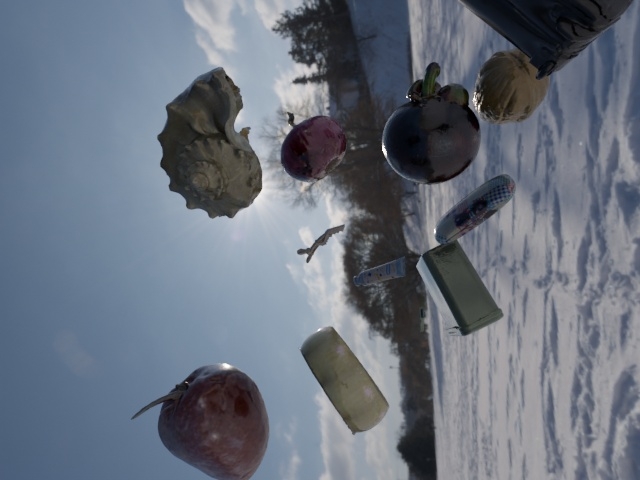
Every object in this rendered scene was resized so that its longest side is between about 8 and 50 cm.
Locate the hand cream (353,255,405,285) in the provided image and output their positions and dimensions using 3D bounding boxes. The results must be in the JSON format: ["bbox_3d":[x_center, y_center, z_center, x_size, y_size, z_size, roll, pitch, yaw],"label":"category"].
[{"bbox_3d":[0.173,0.098,1.211,0.043,0.170,0.065,36,-135,-40],"label":"hand cream"}]

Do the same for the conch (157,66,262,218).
[{"bbox_3d":[-0.208,-0.194,0.785,0.324,0.186,0.263,-114,28,-56],"label":"conch"}]

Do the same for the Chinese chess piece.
[{"bbox_3d":[0.056,0.347,1.047,0.270,0.112,0.270,54,172,11],"label":"Chinese chess piece"}]

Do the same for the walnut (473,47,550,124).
[{"bbox_3d":[0.590,-0.474,1.294,0.261,0.225,0.225,52,-146,-76],"label":"walnut"}]

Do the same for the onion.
[{"bbox_3d":[-0.018,-0.226,1.029,0.177,0.153,0.177,-28,-43,-30],"label":"onion"}]

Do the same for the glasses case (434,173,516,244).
[{"bbox_3d":[0.525,-0.104,1.436,0.076,0.327,0.125,34,-143,-19],"label":"glasses case"}]

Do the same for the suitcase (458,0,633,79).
[{"bbox_3d":[0.430,-0.536,0.778,0.339,0.345,0.188,-49,-5,-11],"label":"suitcase"}]

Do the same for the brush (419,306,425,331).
[{"bbox_3d":[0.327,0.254,1.331,0.016,0.013,0.084,-12,-75,-37],"label":"brush"}]

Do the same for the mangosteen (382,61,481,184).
[{"bbox_3d":[0.350,-0.350,1.305,0.306,0.306,0.359,-80,-10,-50],"label":"mangosteen"}]

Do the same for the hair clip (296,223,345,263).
[{"bbox_3d":[0.000,0.000,1.619,0.072,0.226,0.034,36,-157,-28],"label":"hair clip"}]

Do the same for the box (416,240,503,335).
[{"bbox_3d":[0.551,0.199,1.703,0.352,0.177,0.344,55,-170,-75],"label":"box"}]

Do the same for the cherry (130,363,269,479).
[{"bbox_3d":[-0.307,0.523,1.215,0.291,0.326,0.335,-47,-50,-35],"label":"cherry"}]
